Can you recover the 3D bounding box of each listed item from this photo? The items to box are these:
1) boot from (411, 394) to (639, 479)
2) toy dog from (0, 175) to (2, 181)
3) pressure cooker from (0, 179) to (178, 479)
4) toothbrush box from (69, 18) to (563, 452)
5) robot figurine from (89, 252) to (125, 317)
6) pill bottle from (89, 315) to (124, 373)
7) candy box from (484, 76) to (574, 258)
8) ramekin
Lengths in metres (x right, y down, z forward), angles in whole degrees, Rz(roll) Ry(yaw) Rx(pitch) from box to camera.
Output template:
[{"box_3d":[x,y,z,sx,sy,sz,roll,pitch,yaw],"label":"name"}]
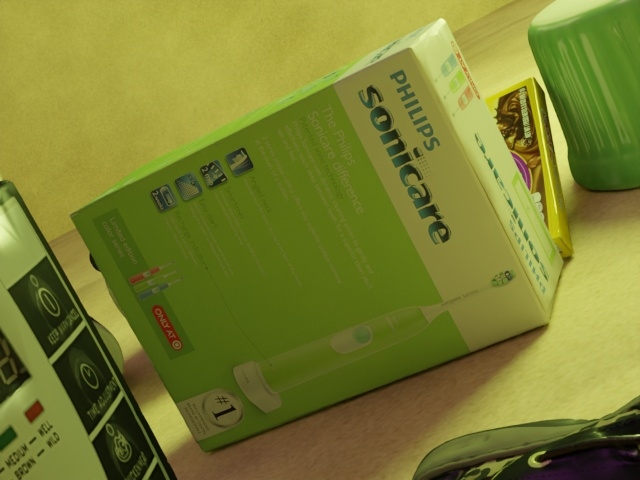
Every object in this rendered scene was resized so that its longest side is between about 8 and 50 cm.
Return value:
[{"box_3d":[0.096,0.127,0.418,0.236,0.085,0.178,-22,16,40],"label":"boot"},{"box_3d":[-0.435,0.055,1.102,0.408,0.395,0.284,-53,7,-11],"label":"toy dog"},{"box_3d":[-0.259,0.114,0.444,0.375,0.420,0.370,-31,11,-20],"label":"pressure cooker"},{"box_3d":[0.000,0.000,0.898,0.283,0.206,0.122,-24,11,23],"label":"toothbrush box"},{"box_3d":[-0.105,-0.008,1.267,0.209,0.173,0.278,-49,-2,32],"label":"robot figurine"},{"box_3d":[-0.261,0.119,1.282,0.094,0.094,0.169,-31,11,-15],"label":"pill bottle"},{"box_3d":[0.141,-0.045,1.012,0.105,0.027,0.206,-27,36,24],"label":"candy box"},{"box_3d":[0.327,-0.179,1.066,0.303,0.148,0.303,-27,11,6],"label":"ramekin"}]
